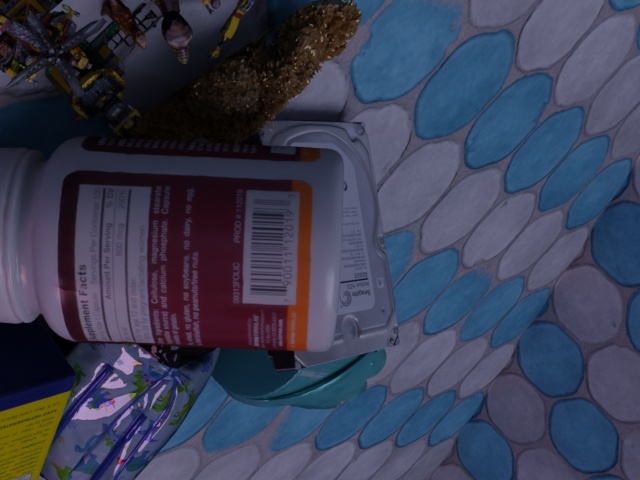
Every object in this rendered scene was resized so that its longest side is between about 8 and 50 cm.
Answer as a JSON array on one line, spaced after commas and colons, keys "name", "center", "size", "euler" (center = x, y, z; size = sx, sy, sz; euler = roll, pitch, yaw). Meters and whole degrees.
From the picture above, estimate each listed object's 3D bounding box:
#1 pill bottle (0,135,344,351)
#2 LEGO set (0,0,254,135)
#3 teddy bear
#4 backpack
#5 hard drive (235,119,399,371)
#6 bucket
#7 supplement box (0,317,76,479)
[{"name": "pill bottle", "center": [-0.176, 0.003, 1.090], "size": [0.392, 0.224, 0.224], "euler": [3, 142, -1]}, {"name": "LEGO set", "center": [-0.160, -0.230, 0.998], "size": [0.331, 0.192, 0.255], "euler": [-39, 152, -7]}, {"name": "teddy bear", "center": [-0.085, -0.173, 1.215], "size": [0.338, 0.113, 0.245], "euler": [-39, -170, -24]}, {"name": "backpack", "center": [-0.277, 0.191, 1.382], "size": [0.355, 0.273, 0.290], "euler": [-36, -169, 13]}, {"name": "hard drive", "center": [0.000, 0.000, 1.426], "size": [0.064, 0.339, 0.237], "euler": [-10, 177, 41]}, {"name": "bucket", "center": [-0.048, 0.133, 1.586], "size": [0.281, 0.281, 0.183], "euler": [-52, 146, 16]}, {"name": "supplement box", "center": [-0.473, 0.242, 1.243], "size": [0.194, 0.195, 0.356], "euler": [-11, 138, -46]}]
